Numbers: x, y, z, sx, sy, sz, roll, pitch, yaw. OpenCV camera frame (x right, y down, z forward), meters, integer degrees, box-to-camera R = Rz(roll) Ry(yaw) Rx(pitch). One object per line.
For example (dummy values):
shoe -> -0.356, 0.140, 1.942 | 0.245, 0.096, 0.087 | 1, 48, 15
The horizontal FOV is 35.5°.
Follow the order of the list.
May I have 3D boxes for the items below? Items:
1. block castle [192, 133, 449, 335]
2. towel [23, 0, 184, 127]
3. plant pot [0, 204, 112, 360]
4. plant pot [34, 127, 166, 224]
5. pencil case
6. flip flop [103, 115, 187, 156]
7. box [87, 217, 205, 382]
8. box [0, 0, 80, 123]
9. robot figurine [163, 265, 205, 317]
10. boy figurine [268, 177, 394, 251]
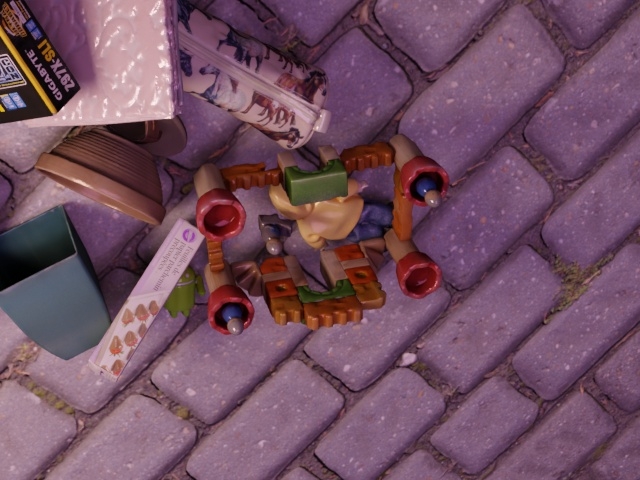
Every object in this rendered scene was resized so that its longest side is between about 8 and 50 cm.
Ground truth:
block castle -> 0.000, 0.000, 1.823 | 0.453, 0.213, 0.303 | -10, 126, -13
towel -> -0.360, -0.349, 1.577 | 0.317, 0.053, 0.332 | 1, 99, 26
plant pot -> -0.483, 0.096, 1.837 | 0.165, 0.166, 0.234 | -27, 130, -5
plant pot -> -0.366, -0.122, 1.747 | 0.237, 0.237, 0.110 | 29, 81, -29
pencil case -> -0.171, -0.305, 1.739 | 0.410, 0.183, 0.160 | 25, 105, -29
flip flop -> -0.332, -0.217, 1.740 | 0.112, 0.080, 0.277 | -21, 147, 14
box -> -0.321, 0.109, 1.855 | 0.063, 0.067, 0.324 | 32, 68, -6
box -> -0.558, -0.300, 1.544 | 0.079, 0.322, 0.257 | -58, 132, -37
robot figurine -> -0.279, 0.093, 1.960 | 0.101, 0.067, 0.115 | -5, 115, -21
boy figurine -> 0.020, -0.053, 1.982 | 0.285, 0.092, 0.177 | 14, 121, -23
